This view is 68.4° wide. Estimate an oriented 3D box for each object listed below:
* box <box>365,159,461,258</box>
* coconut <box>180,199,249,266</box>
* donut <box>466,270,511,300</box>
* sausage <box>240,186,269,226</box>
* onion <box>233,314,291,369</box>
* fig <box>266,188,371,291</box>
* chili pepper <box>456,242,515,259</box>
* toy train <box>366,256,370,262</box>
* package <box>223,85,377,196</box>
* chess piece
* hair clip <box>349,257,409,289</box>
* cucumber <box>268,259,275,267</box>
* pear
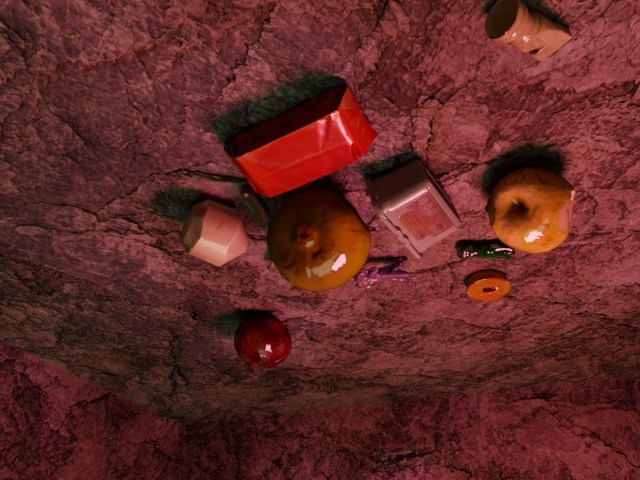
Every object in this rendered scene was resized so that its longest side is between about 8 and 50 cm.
[{"bbox_3d":[0.300,-0.106,1.475,0.182,0.175,0.312,-31,134,22],"label":"box"},{"bbox_3d":[-0.340,-0.021,1.557,0.222,0.202,0.202,22,138,-24],"label":"coconut"},{"bbox_3d":[0.684,0.181,1.936,0.178,0.065,0.162,17,135,-20],"label":"donut"},{"bbox_3d":[-0.212,-0.113,1.556,0.040,0.047,0.176,2,146,25],"label":"sausage"},{"bbox_3d":[-0.269,0.470,2.174,0.276,0.276,0.276,0,144,0],"label":"onion"},{"bbox_3d":[0.007,0.005,1.505,0.343,0.343,0.343,0,144,0],"label":"fig"},{"bbox_3d":[0.618,0.039,1.745,0.224,0.061,0.098,-3,157,-1],"label":"chili pepper"},{"bbox_3d":[0.107,0.083,1.806,0.176,0.074,0.118,-28,145,26],"label":"toy train"},{"bbox_3d":[-0.067,-0.256,1.301,0.424,0.123,0.196,-18,137,21],"label":"package"},{"bbox_3d":[0.471,-0.466,1.056,0.200,0.090,0.090,8,144,-29],"label":"chess piece"},{"bbox_3d":[0.217,0.128,1.780,0.278,0.090,0.137,-11,149,-12],"label":"hair clip"},{"bbox_3d":[-0.142,0.036,1.762,0.070,0.046,0.220,8,144,-14],"label":"cucumber"},{"bbox_3d":[0.640,-0.091,1.419,0.271,0.271,0.271,0,144,0],"label":"pear"}]
